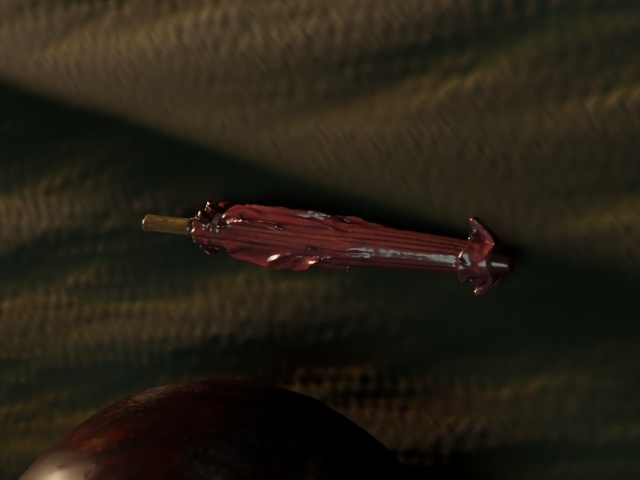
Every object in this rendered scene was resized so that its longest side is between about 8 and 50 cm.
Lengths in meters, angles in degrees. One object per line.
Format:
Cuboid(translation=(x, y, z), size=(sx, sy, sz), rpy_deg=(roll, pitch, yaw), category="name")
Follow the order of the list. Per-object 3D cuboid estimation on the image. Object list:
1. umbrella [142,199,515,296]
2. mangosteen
Cuboid(translation=(0.000, 0.000, 0.595), size=(0.165, 0.027, 0.025), rpy_deg=(7, 158, 30), category="umbrella")
Cuboid(translation=(-0.041, 0.154, 0.581), size=(0.210, 0.210, 0.210), rpy_deg=(13, 116, 29), category="mangosteen")
